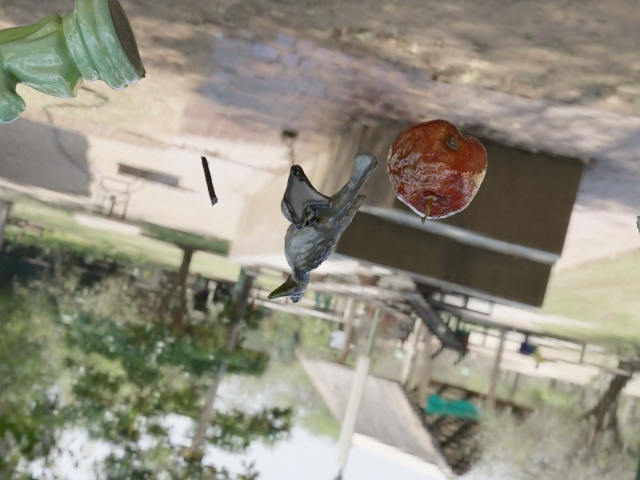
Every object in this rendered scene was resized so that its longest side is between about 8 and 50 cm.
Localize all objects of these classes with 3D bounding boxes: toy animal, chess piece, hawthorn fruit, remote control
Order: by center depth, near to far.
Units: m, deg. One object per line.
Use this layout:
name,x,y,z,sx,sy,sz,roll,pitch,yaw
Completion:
toy animal,-0.007,-0.002,1.082,0.105,0.202,0.070,-13,-132,-30
chess piece,-0.452,-0.292,1.702,0.298,0.176,0.176,-17,173,5
remote control,-0.198,-0.107,1.866,0.016,0.091,0.034,-14,159,-4
hawthorn fruit,0.236,-0.126,2.168,0.207,0.243,0.207,8,139,7

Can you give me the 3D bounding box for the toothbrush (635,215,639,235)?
toothbrush,0.446,0.083,1.325,0.025,0.275,0.019,-9,150,2
